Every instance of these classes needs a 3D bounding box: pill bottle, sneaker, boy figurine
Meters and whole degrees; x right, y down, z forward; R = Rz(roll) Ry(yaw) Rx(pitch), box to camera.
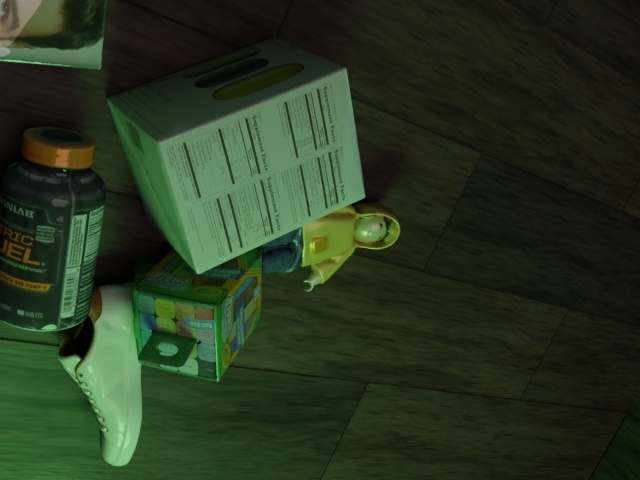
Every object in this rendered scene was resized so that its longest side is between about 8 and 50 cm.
[{"bbox_3d":[-0.348,-0.018,1.019,0.130,0.130,0.245,-1,114,-34],"label":"pill bottle"},{"bbox_3d":[-0.332,0.202,1.177,0.123,0.106,0.290,-3,105,-30],"label":"sneaker"},{"bbox_3d":[0.000,0.000,1.294,0.285,0.092,0.177,-10,117,-27],"label":"boy figurine"}]

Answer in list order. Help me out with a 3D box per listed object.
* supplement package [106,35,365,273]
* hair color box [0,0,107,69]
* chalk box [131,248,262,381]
[{"bbox_3d":[-0.111,-0.125,1.074,0.263,0.199,0.198,-25,126,-21],"label":"supplement package"},{"bbox_3d":[-0.418,-0.296,0.828,0.374,0.113,0.185,-3,116,-34],"label":"hair color box"},{"bbox_3d":[-0.182,0.104,1.131,0.213,0.132,0.132,-56,152,-59],"label":"chalk box"}]
